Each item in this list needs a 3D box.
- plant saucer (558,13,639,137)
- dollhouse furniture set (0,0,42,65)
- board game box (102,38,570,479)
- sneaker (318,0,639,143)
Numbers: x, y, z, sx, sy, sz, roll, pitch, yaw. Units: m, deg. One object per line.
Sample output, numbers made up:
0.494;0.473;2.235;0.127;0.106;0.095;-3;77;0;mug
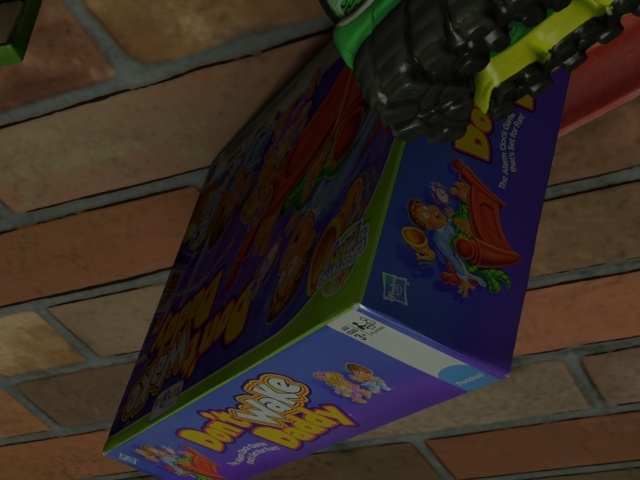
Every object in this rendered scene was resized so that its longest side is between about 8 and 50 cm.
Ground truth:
0.137;-0.187;0.623;0.259;0.048;0.258;35;135;-29;plant saucer
-0.224;-0.175;0.702;0.076;0.058;0.152;-6;140;18;dollhouse furniture set
0.000;0.000;0.683;0.078;0.233;0.347;27;150;-17;board game box
0.132;-0.193;0.463;0.343;0.146;0.134;-34;161;11;sneaker
